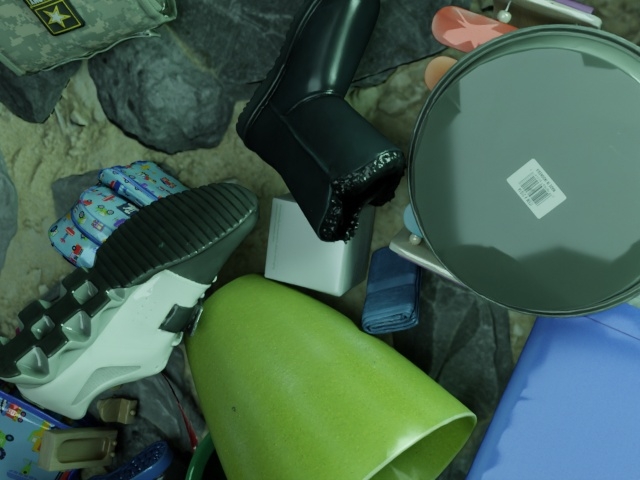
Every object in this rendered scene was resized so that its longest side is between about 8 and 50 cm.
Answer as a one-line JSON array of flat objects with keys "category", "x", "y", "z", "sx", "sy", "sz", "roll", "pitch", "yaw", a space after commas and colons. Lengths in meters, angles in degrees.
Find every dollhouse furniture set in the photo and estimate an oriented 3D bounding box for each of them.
[{"category": "dollhouse furniture set", "x": -0.288, "y": 0.238, "z": 1.114, "sx": 0.123, "sy": 0.144, "sz": 0.151, "roll": 8, "pitch": 85, "yaw": 32}]

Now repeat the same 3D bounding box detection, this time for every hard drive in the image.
[{"category": "hard drive", "x": 0.285, "y": 0.223, "z": 0.886, "sx": 0.210, "sy": 0.040, "sz": 0.318, "roll": 24, "pitch": 94, "yaw": 24}]

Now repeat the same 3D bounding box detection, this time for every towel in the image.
[{"category": "towel", "x": 0.083, "y": 0.054, "z": 0.955, "sx": 0.067, "sy": 0.119, "sz": 0.029, "roll": -14, "pitch": 130, "yaw": 24}]

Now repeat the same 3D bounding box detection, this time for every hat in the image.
[{"category": "hat", "x": -0.140, "y": 0.291, "z": 1.124, "sx": 0.183, "sy": 0.173, "sz": 0.208, "roll": 2, "pitch": 80, "yaw": 55}]

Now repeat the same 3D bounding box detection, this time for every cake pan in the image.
[{"category": "cake pan", "x": 0.216, "y": -0.059, "z": 0.810, "sx": 0.293, "sy": 0.054, "sz": 0.293, "roll": 6, "pitch": 105, "yaw": 23}]

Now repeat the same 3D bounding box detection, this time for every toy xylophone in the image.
[{"category": "toy xylophone", "x": 0.212, "y": -0.100, "z": 0.885, "sx": 0.236, "sy": 0.081, "sz": 0.322, "roll": 17, "pitch": 107, "yaw": 18}]

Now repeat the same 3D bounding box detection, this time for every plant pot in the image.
[{"category": "plant pot", "x": -0.024, "y": 0.186, "z": 0.962, "sx": 0.293, "sy": 0.275, "sz": 0.275, "roll": 47, "pitch": 115, "yaw": 26}]

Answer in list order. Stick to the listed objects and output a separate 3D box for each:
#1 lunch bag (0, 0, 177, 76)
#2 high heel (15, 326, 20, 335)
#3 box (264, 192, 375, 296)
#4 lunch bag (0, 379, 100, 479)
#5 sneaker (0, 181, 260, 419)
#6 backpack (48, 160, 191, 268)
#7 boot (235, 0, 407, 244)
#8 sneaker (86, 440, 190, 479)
[{"category": "lunch bag", "x": -0.326, "y": -0.358, "z": 1.013, "sx": 0.235, "sy": 0.169, "sz": 0.287, "roll": -14, "pitch": 102, "yaw": 21}, {"category": "high heel", "x": -0.342, "y": 0.088, "z": 1.165, "sx": 0.117, "sy": 0.082, "sz": 0.244, "roll": 48, "pitch": 115, "yaw": 25}, {"category": "box", "x": 0.000, "y": 0.000, "z": 0.989, "sx": 0.102, "sy": 0.087, "sz": 0.101, "roll": 12, "pitch": 105, "yaw": 20}, {"category": "lunch bag", "x": -0.475, "y": 0.295, "z": 1.234, "sx": 0.293, "sy": 0.138, "sz": 0.221, "roll": 34, "pitch": 109, "yaw": 2}, {"category": "sneaker", "x": -0.193, "y": 0.069, "z": 0.943, "sx": 0.330, "sy": 0.146, "sz": 0.122, "roll": -38, "pitch": 43, "yaw": -8}, {"category": "backpack", "x": -0.239, "y": -0.016, "z": 1.037, "sx": 0.158, "sy": 0.173, "sz": 0.117, "roll": 37, "pitch": 112, "yaw": 13}, {"category": "boot", "x": 0.030, "y": -0.143, "z": 0.899, "sx": 0.246, "sy": 0.094, "sz": 0.207, "roll": -54, "pitch": 54, "yaw": 17}, {"category": "sneaker", "x": -0.272, "y": 0.367, "z": 1.170, "sx": 0.232, "sy": 0.081, "sz": 0.090, "roll": -31, "pitch": 111, "yaw": 21}]
